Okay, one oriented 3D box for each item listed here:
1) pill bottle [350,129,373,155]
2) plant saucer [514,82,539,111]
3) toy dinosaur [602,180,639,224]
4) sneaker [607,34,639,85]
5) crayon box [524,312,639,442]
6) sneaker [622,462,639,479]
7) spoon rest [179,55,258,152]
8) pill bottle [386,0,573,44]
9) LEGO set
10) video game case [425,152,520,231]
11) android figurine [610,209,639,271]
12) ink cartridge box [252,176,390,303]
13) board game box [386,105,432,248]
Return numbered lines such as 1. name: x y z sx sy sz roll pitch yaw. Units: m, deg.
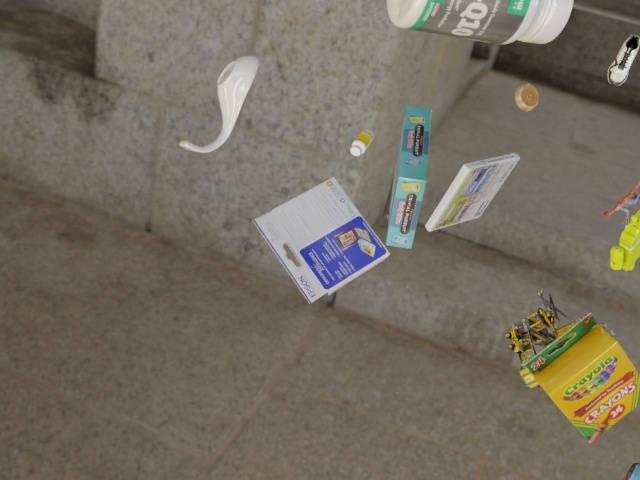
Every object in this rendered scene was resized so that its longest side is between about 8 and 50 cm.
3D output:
1. pill bottle: 0.117 -0.276 2.045 0.043 0.043 0.083 22 50 17
2. plant saucer: 0.608 -0.421 2.106 0.083 0.083 0.015 5 -2 -18
3. toy dinosaur: 0.631 -0.080 1.511 0.082 0.090 0.047 -18 25 -11
4. sneaker: 0.608 -0.363 1.443 0.040 0.109 0.044 22 -3 16
5. crayon box: 0.641 0.333 1.712 0.318 0.202 0.081 44 8 -35
6. sneaker: 0.696 0.517 1.457 0.125 0.104 0.262 34 17 38
7. spoon rest: -0.226 -0.319 1.705 0.084 0.276 0.137 35 -8 -29
8. pill bottle: 0.342 -0.535 1.546 0.361 0.204 0.204 3 27 -18
9. LEGO set: 0.685 0.301 1.955 0.331 0.192 0.255 33 39 -26
10. video game case: 0.369 -0.117 1.753 0.193 0.212 0.023 -15 56 -36
11. android figurine: 1.023 -0.015 2.320 0.248 0.273 0.056 -44 54 -12
12. ink cartridge box: 0.000 0.000 2.140 0.307 0.072 0.304 -30 77 -22
13. board game box: 0.256 -0.185 2.072 0.079 0.254 0.336 9 45 3
